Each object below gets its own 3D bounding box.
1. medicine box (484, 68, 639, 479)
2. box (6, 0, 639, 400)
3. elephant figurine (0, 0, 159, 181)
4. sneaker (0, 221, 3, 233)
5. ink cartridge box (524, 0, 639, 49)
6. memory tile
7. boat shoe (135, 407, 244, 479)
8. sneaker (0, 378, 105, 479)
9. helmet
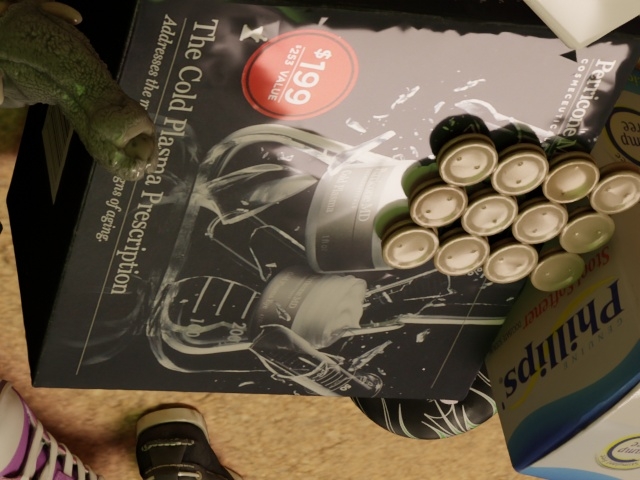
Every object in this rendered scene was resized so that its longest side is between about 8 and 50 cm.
[{"bbox_3d":[0.249,0.036,1.376,0.263,0.289,0.149,16,135,-32],"label":"medicine box"},{"bbox_3d":[-0.013,-0.072,1.235,0.312,0.179,0.343,2,136,-20],"label":"box"},{"bbox_3d":[-0.206,-0.136,1.051,0.169,0.186,0.239,-26,119,22],"label":"elephant figurine"},{"bbox_3d":[-0.319,-0.034,1.245,0.158,0.182,0.410,-43,177,-17],"label":"sneaker"},{"bbox_3d":[0.092,-0.259,1.024,0.115,0.198,0.273,-31,140,21],"label":"ink cartridge box"},{"bbox_3d":[0.120,-0.016,1.192,0.148,0.012,0.113,10,132,-26],"label":"memory tile"},{"bbox_3d":[-0.110,0.238,1.720,0.084,0.079,0.233,-17,144,4],"label":"boat shoe"},{"bbox_3d":[-0.211,0.201,1.590,0.161,0.102,0.282,12,154,8],"label":"sneaker"},{"bbox_3d":[0.085,0.075,1.505,0.169,0.169,0.161,-21,125,12],"label":"helmet"}]
